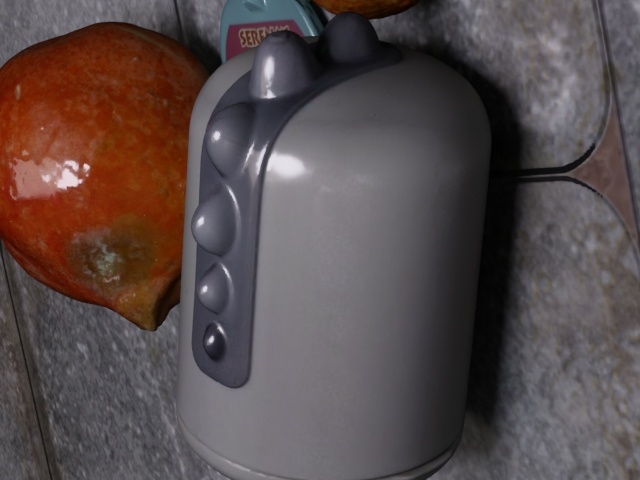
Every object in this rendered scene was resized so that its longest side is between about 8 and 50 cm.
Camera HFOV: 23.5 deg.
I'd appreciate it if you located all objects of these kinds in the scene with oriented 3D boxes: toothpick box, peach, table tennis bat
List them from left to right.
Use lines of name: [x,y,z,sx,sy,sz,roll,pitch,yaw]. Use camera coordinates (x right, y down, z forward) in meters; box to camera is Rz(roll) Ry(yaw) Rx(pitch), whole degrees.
peach: [-0.169,-0.043,1.274,0.232,0.232,0.257,-35,57,55]
table tennis bat: [-0.041,-0.171,1.209,0.153,0.040,0.244,10,115,54]
toothpick box: [0.000,0.000,1.042,0.229,0.229,0.316,32,128,45]

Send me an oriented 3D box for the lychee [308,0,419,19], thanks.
lychee: [0.028,-0.203,1.047,0.114,0.140,0.101,5,106,14]
